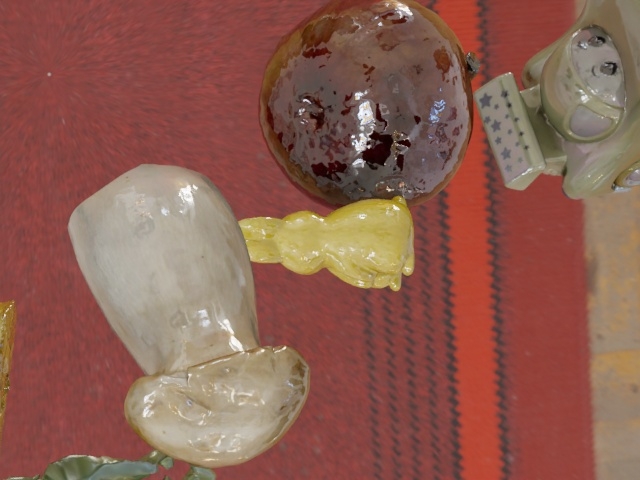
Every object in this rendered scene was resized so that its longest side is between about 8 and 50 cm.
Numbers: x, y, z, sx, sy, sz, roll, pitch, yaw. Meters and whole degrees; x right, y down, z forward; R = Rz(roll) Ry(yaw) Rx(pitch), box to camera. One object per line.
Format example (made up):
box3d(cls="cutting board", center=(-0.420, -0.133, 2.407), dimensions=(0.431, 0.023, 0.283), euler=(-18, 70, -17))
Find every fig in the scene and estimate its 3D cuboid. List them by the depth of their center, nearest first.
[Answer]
box3d(cls="fig", center=(0.052, -0.136, 1.385), dimensions=(0.235, 0.214, 0.235), euler=(-2, 85, 19))

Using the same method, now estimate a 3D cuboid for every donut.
box3d(cls="donut", center=(-0.337, 0.142, 1.310), dimensions=(0.065, 0.162, 0.178), euler=(7, 110, -8))

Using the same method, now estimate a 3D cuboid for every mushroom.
box3d(cls="mushroom", center=(-0.079, 0.030, 0.744), dimensions=(0.097, 0.212, 0.088), euler=(17, 125, -34))

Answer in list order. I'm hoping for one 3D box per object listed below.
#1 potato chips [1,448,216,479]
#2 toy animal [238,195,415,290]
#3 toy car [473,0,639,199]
box3d(cls="potato chips", center=(-0.196, 0.314, 0.847), dimensions=(0.389, 0.097, 0.373), euler=(-3, 98, -43))
box3d(cls="toy animal", center=(0.000, -0.002, 1.166), dimensions=(0.159, 0.070, 0.083), euler=(2, 69, -10))
box3d(cls="toy car", center=(0.387, -0.220, 1.799), dimensions=(0.226, 0.336, 0.242), euler=(-4, 65, -25))
